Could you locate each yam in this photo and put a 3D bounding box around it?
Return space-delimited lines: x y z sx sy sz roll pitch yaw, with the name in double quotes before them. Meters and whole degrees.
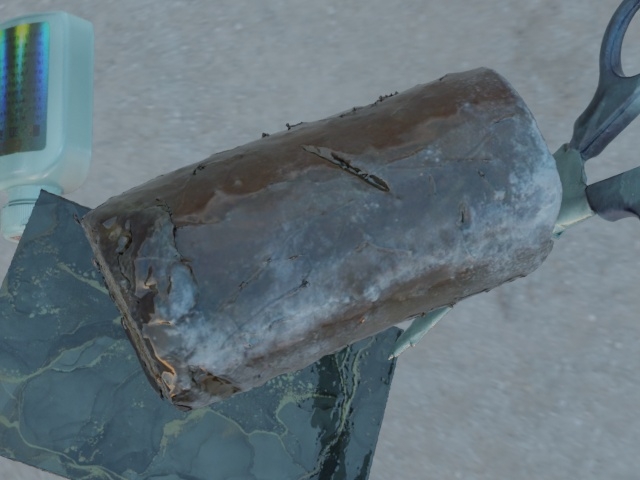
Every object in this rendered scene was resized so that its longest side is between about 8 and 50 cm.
"yam" 0.000 0.000 0.538 0.141 0.079 0.079 -21 100 -9

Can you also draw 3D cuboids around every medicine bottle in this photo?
"medicine bottle" -0.292 -0.113 1.724 0.083 0.121 0.229 18 68 -54

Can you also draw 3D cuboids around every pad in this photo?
"pad" -0.117 0.123 1.484 0.367 0.007 0.248 22 62 -10

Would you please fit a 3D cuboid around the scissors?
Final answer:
"scissors" 0.180 -0.026 1.357 0.029 0.383 0.256 21 45 -38
